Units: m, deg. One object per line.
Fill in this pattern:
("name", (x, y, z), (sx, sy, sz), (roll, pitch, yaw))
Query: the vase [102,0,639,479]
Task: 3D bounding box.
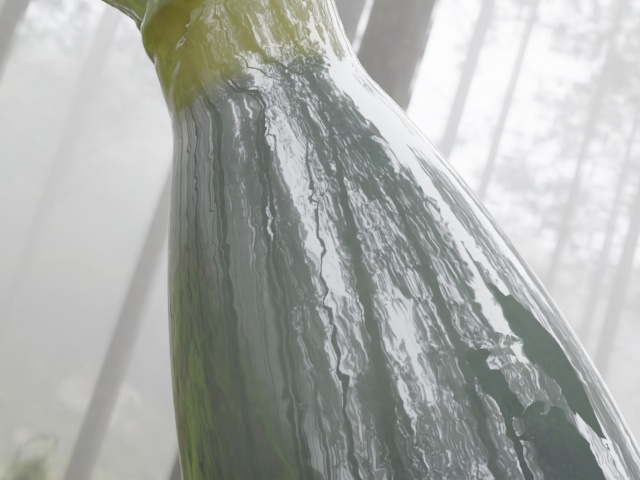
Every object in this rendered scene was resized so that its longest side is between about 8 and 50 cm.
("vase", (0.000, 0.000, 0.653), (0.173, 0.321, 0.173), (-18, -15, -5))
